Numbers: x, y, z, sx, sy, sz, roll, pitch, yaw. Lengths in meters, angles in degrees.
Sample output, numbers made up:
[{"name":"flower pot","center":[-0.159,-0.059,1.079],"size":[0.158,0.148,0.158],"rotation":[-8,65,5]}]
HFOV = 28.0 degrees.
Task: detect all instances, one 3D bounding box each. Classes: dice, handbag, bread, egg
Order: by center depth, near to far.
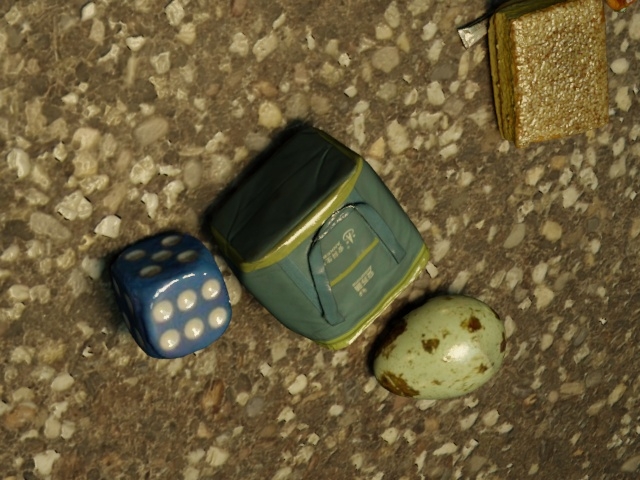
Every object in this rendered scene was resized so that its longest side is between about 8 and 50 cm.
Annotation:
[{"name":"dice","center":[-0.222,0.083,1.893],"size":[0.143,0.146,0.146],"rotation":[-24,122,-20]},{"name":"handbag","center":[0.000,0.000,1.932],"size":[0.263,0.222,0.241],"rotation":[-48,127,-7]},{"name":"bread","center":[0.369,-0.283,2.076],"size":[0.184,0.110,0.234],"rotation":[-18,120,-18]},{"name":"egg","center":[0.197,0.182,2.131],"size":[0.231,0.169,0.169],"rotation":[-25,119,1]}]

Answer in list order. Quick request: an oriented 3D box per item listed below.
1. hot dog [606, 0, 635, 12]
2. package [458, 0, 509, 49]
[{"name":"hot dog","center":[0.484,-0.467,2.106],"size":[0.072,0.055,0.188],"rotation":[-22,117,-22]},{"name":"package","center":[0.270,-0.349,2.061],"size":[0.110,0.015,0.037],"rotation":[-33,120,-13]}]
